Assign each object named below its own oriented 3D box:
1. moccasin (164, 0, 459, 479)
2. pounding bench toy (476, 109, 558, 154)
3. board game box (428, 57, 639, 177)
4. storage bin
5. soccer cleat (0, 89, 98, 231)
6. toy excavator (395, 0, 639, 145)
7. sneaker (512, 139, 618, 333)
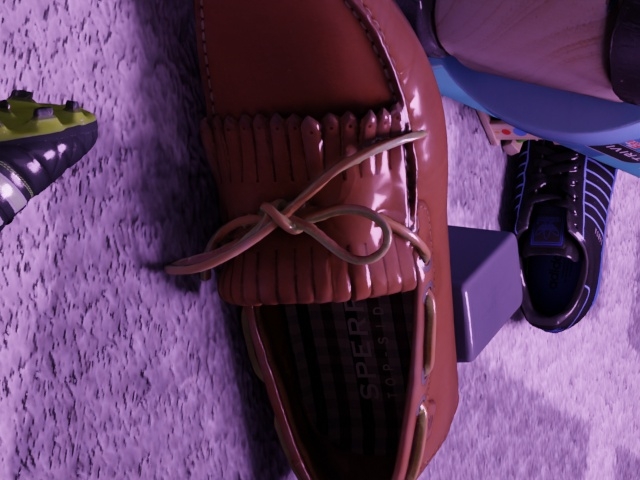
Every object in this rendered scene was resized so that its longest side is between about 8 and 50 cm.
[{"bbox_3d":[-0.003,0.000,1.035,0.147,0.139,0.380,-69,159,-52],"label":"moccasin"},{"bbox_3d":[0.168,-0.101,1.448,0.083,0.065,0.052,60,39,-48],"label":"pounding bench toy"},{"bbox_3d":[0.209,-0.200,1.384,0.336,0.079,0.253,18,74,-41],"label":"board game box"},{"bbox_3d":[0.076,0.029,1.233,0.135,0.091,0.098,-41,127,-58],"label":"storage bin"},{"bbox_3d":[-0.160,-0.016,0.786,0.179,0.060,0.072,-32,130,-53],"label":"soccer cleat"},{"bbox_3d":[0.231,-0.255,1.224,0.445,0.222,0.432,26,80,-67],"label":"toy excavator"},{"bbox_3d":[0.197,-0.039,1.495,0.090,0.081,0.232,-26,116,-70],"label":"sneaker"}]
